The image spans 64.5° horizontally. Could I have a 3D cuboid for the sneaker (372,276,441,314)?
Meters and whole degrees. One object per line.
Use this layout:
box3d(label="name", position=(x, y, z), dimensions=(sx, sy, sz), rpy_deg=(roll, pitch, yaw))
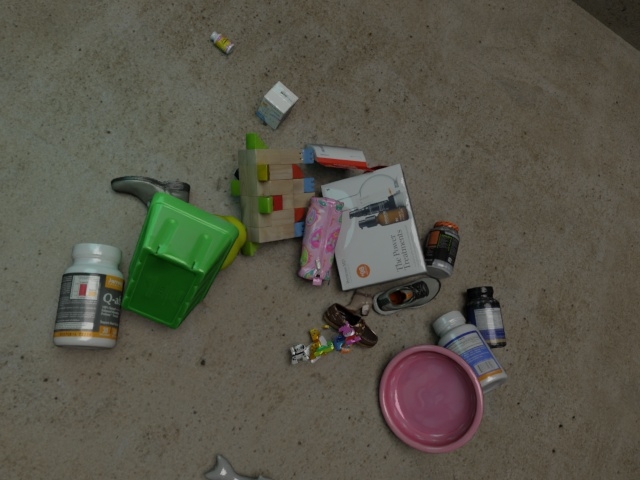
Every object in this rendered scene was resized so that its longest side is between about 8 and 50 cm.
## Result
box3d(label="sneaker", position=(0.317, 0.192, 1.776), dimensions=(0.272, 0.108, 0.100), rpy_deg=(-16, 79, -24))

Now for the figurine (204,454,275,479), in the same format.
box3d(label="figurine", position=(-0.254, 0.740, 1.428), dimensions=(0.209, 0.092, 0.214), rpy_deg=(30, 66, -5))

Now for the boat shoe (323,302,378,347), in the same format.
box3d(label="boat shoe", position=(0.111, 0.281, 1.684), dimensions=(0.207, 0.073, 0.073), rpy_deg=(32, 33, -11))

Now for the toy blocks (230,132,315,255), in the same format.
box3d(label="toy blocks", position=(-0.130, -0.153, 1.662), dimensions=(0.261, 0.191, 0.381), rpy_deg=(-9, 102, -43))

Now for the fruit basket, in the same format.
box3d(label="fruit basket", position=(-0.376, 0.023, 1.463), dimensions=(0.283, 0.392, 0.392), rpy_deg=(26, 68, -12))

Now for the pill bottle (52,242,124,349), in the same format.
box3d(label="pill bottle", position=(-0.637, 0.158, 1.412), dimensions=(0.162, 0.162, 0.278), rpy_deg=(6, 73, -18))

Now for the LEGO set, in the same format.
box3d(label="LEGO set", position=(0.008, 0.317, 1.624), dimensions=(0.227, 0.087, 0.093), rpy_deg=(-20, 72, 1))

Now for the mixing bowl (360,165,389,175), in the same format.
box3d(label="mixing bowl", position=(0.223, -0.171, 1.832), dimensions=(0.182, 0.098, 0.181), rpy_deg=(-2, 82, 15))

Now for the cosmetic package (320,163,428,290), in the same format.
box3d(label="cosmetic package", position=(0.180, -0.040, 1.725), dimensions=(0.285, 0.097, 0.377), rpy_deg=(-15, 78, 15))

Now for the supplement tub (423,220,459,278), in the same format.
box3d(label="supplement tub", position=(0.442, 0.033, 1.860), dimensions=(0.117, 0.117, 0.190), rpy_deg=(24, 69, -12))

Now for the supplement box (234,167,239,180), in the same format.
box3d(label="supplement box", position=(-0.232, -0.223, 1.723), dimensions=(0.083, 0.056, 0.083), rpy_deg=(-39, 91, -24))

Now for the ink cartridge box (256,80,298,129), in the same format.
box3d(label="ink cartridge box", position=(-0.151, -0.475, 1.777), dimensions=(0.092, 0.143, 0.090), rpy_deg=(39, 66, -5))

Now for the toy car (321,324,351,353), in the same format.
box3d(label="toy car", position=(0.053, 0.327, 1.677), dimensions=(0.122, 0.040, 0.060), rpy_deg=(28, 67, -11))

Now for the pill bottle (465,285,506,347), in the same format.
box3d(label="pill bottle", position=(0.595, 0.281, 1.841), dimensions=(0.123, 0.123, 0.219), rpy_deg=(1, 74, -20))

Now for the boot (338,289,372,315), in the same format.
box3d(label="boot", position=(0.122, 0.210, 1.741), dimensions=(0.119, 0.042, 0.086), rpy_deg=(14, 63, -13))

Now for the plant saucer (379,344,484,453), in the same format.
box3d(label="plant saucer", position=(0.357, 0.502, 1.631), dimensions=(0.084, 0.332, 0.332), rpy_deg=(17, 62, -62))

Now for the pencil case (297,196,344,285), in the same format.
box3d(label="pencil case", position=(0.000, 0.000, 1.661), dimensions=(0.124, 0.124, 0.284), rpy_deg=(10, 93, -17))

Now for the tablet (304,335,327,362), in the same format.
box3d(label="tablet", position=(-0.010, 0.357, 1.665), dimensions=(0.083, 0.006, 0.054), rpy_deg=(-34, 88, -25))

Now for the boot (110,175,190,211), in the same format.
box3d(label="boot", position=(-0.526, -0.109, 1.576), dimensions=(0.247, 0.083, 0.161), rpy_deg=(5, 79, -17))

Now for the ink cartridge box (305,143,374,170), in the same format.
box3d(label="ink cartridge box", position=(0.068, -0.292, 1.763), dimensions=(0.189, 0.232, 0.066), rpy_deg=(2, 102, -19))

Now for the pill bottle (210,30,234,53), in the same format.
box3d(label="pill bottle", position=(-0.354, -0.713, 1.827), dimensions=(0.083, 0.043, 0.043), rpy_deg=(37, 66, -6))

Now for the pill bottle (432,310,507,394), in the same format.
box3d(label="pill bottle", position=(0.497, 0.382, 1.728), dimensions=(0.152, 0.152, 0.272), rpy_deg=(-11, 53, -22))
